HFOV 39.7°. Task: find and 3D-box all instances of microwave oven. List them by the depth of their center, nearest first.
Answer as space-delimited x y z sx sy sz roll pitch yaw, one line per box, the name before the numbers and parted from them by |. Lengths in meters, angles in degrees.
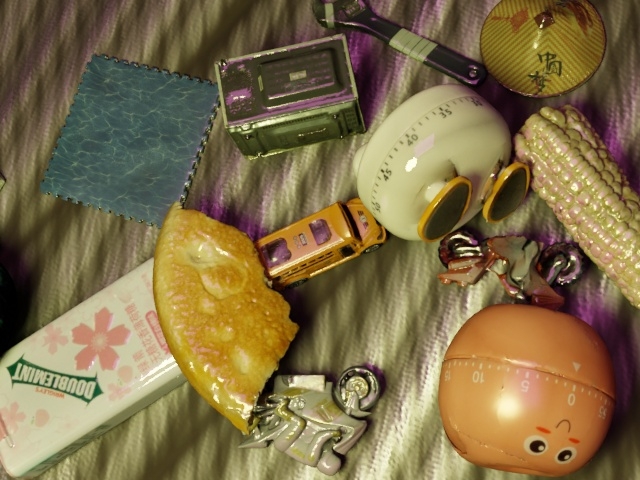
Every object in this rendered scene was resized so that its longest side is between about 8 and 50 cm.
microwave oven | -0.042 -0.213 1.368 0.204 0.163 0.129 -12 77 6

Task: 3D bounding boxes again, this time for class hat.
hat | 0.339 -0.319 1.347 0.193 0.082 0.193 -2 76 8

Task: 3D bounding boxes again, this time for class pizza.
pizza | -0.142 0.098 1.279 0.182 0.074 0.365 -20 69 -20

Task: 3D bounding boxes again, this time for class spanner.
spanner | 0.129 -0.333 1.432 0.315 0.024 0.087 30 79 17

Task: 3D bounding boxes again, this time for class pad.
pad | -0.320 -0.171 1.496 0.269 0.012 0.269 15 81 15

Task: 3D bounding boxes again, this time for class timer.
timer | 0.271 0.200 1.168 0.229 0.229 0.215 10 79 14
timer | 0.150 -0.119 1.273 0.233 0.233 0.240 -42 56 0

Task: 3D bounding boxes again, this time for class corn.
corn | 0.393 -0.044 1.257 0.126 0.126 0.335 -33 75 3

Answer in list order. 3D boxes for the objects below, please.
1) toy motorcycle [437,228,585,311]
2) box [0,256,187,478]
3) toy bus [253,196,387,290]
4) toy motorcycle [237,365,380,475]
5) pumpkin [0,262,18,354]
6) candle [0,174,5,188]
toy motorcycle | 0.269 0.050 1.281 0.212 0.084 0.118 8 80 22
box | -0.341 0.191 1.369 0.369 0.112 0.190 -31 73 2
toy bus | 0.000 0.000 1.346 0.194 0.088 0.083 -26 72 6
toy motorcycle | -0.017 0.269 1.296 0.224 0.073 0.152 -9 78 9
pumpkin | -0.589 0.102 1.311 0.247 0.248 0.248 -3 77 12
candle | -0.631 -0.100 1.517 0.168 0.068 0.192 -6 78 14
